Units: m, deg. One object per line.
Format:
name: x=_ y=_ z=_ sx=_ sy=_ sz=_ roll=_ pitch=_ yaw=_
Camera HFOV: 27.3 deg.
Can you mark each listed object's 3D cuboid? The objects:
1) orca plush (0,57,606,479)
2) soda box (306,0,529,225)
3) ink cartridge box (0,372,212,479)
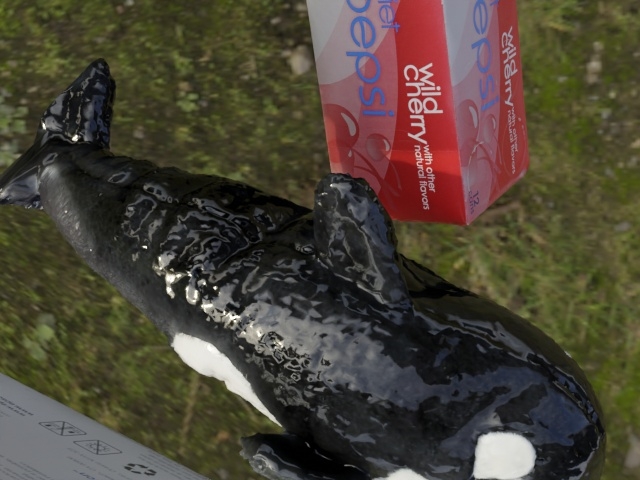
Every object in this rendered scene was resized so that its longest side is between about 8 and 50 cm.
orca plush: x=0.000 y=0.000 z=0.540 sx=0.151 sy=0.287 sz=0.102 roll=-26 pitch=147 yaw=-44
soda box: x=0.046 y=-0.145 z=0.690 sx=0.092 sy=0.083 sz=0.263 roll=-37 pitch=124 yaw=-50
ink cartridge box: x=-0.227 y=0.106 z=0.607 sx=0.330 sy=0.324 sz=0.071 roll=12 pitch=97 yaw=-54
